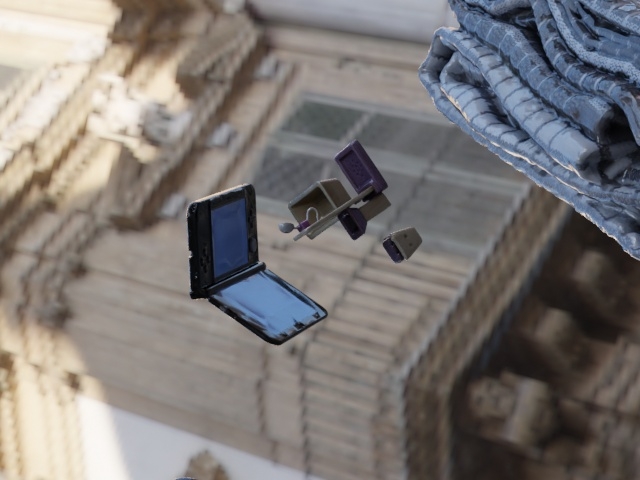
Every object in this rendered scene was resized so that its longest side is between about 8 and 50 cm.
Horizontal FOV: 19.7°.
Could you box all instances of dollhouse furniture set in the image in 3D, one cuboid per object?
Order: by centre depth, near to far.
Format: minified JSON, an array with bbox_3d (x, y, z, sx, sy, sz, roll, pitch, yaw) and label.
[{"bbox_3d":[0.000,0.000,1.328,0.081,0.114,0.091,-33,-91,-27],"label":"dollhouse furniture set"}]

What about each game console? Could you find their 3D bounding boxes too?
[{"bbox_3d":[-0.046,0.016,1.406,0.122,0.071,0.107,-25,-65,-69],"label":"game console"}]

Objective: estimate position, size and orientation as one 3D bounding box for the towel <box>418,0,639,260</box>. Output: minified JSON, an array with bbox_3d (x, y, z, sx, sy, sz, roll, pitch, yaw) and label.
[{"bbox_3d":[0.201,-0.061,0.894,0.235,0.284,0.121,15,-76,-21],"label":"towel"}]

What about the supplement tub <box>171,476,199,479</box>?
[{"bbox_3d":[-0.150,0.267,1.483,0.198,0.106,0.106,-38,-51,-54],"label":"supplement tub"}]
